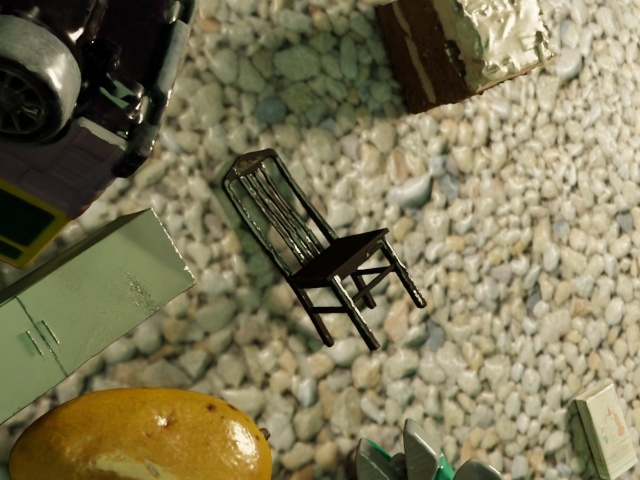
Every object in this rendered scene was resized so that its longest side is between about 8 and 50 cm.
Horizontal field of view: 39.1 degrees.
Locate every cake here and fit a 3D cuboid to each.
[{"bbox_3d":[0.157,-0.222,0.964,0.135,0.147,0.135,-26,97,-31],"label":"cake"}]

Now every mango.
[{"bbox_3d":[-0.148,0.199,0.766,0.227,0.109,0.147,9,85,-28],"label":"mango"}]

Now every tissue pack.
[{"bbox_3d":[0.352,0.234,1.107,0.056,0.023,0.108,-21,96,-30],"label":"tissue pack"}]

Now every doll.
[{"bbox_3d":[0.127,0.301,0.883,0.258,0.153,0.195,37,97,0],"label":"doll"}]

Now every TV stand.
[{"bbox_3d":[-0.238,0.077,0.737,0.269,0.088,0.082,-37,104,-27],"label":"TV stand"}]

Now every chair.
[{"bbox_3d":[0.000,0.000,0.877,0.084,0.101,0.212,-39,106,-28],"label":"chair"}]

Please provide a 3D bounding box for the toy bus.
[{"bbox_3d":[-0.331,-0.184,0.611,0.440,0.249,0.209,30,47,-26],"label":"toy bus"}]
